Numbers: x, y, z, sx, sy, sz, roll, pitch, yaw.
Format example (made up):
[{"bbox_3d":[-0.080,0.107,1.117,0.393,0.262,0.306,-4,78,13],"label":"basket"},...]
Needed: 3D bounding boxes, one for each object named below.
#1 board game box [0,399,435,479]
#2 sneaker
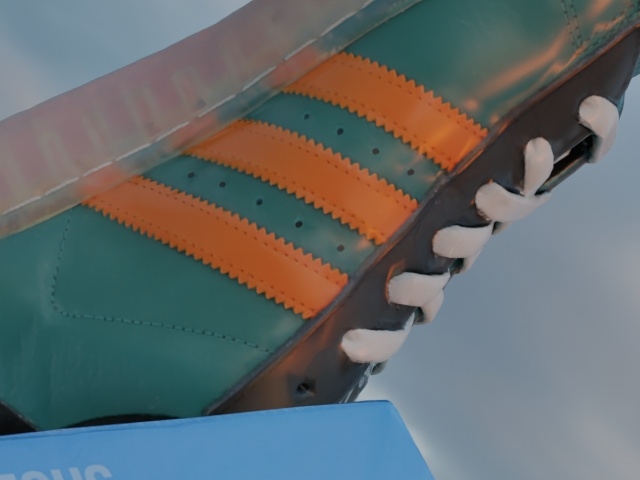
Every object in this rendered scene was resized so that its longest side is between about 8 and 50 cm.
[{"bbox_3d":[-0.143,0.151,0.369,0.242,0.316,0.064,0,53,-45],"label":"board game box"},{"bbox_3d":[0.000,0.000,0.527,0.121,0.302,0.108,63,1,11],"label":"sneaker"}]
